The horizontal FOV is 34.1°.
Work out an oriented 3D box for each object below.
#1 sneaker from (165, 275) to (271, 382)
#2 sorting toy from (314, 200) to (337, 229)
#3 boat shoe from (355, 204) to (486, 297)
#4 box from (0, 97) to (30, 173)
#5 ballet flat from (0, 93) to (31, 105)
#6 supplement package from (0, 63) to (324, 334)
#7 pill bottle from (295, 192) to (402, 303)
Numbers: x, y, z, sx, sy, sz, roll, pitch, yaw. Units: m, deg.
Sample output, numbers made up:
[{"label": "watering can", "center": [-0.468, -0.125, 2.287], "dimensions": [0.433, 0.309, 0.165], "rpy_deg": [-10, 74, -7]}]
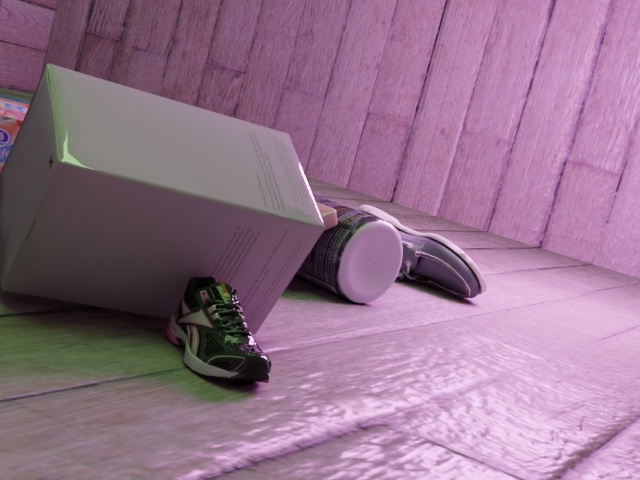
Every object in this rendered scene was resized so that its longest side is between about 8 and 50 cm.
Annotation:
[{"label": "sneaker", "center": [-0.102, 0.082, 1.024], "dimensions": [0.072, 0.077, 0.178], "rpy_deg": [8, 11, -35]}, {"label": "sorting toy", "center": [-0.154, -0.057, 1.509], "dimensions": [0.257, 0.089, 0.255], "rpy_deg": [-22, 29, -34]}, {"label": "boat shoe", "center": [0.155, 0.038, 1.884], "dimensions": [0.099, 0.116, 0.319], "rpy_deg": [-40, 48, -25]}, {"label": "box", "center": [-0.496, -0.140, 1.626], "dimensions": [0.154, 0.142, 0.300], "rpy_deg": [14, 8, -15]}, {"label": "ballet flat", "center": [-0.498, -0.173, 1.914], "dimensions": [0.409, 0.147, 0.147], "rpy_deg": [15, 7, 11]}, {"label": "supplement package", "center": [-0.177, -0.038, 1.124], "dimensions": [0.293, 0.177, 0.175], "rpy_deg": [14, 36, -30]}, {"label": "pill bottle", "center": [0.000, 0.000, 1.607], "dimensions": [0.130, 0.130, 0.246], "rpy_deg": [8, 11, -42]}]
